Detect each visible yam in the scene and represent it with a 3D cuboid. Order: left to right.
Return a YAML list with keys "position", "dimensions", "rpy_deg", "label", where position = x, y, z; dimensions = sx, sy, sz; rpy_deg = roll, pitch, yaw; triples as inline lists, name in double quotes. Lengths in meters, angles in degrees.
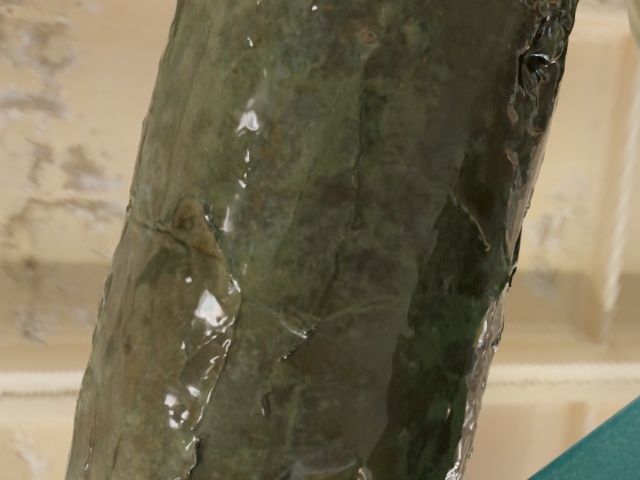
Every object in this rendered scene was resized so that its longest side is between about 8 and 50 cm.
- position: [0.000, 0.000, 0.776]
  dimensions: [0.161, 0.161, 0.268]
  rpy_deg: [13, -88, -36]
  label: "yam"

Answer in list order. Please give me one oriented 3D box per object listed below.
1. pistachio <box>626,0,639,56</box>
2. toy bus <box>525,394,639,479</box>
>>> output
- position: [0.202, -0.128, 0.918]
  dimensions: [0.129, 0.206, 0.131]
  rpy_deg: [21, -49, -14]
  label: "pistachio"
- position: [0.141, 0.128, 0.719]
  dimensions: [0.256, 0.128, 0.147]
  rpy_deg: [-39, -38, 14]
  label: "toy bus"
